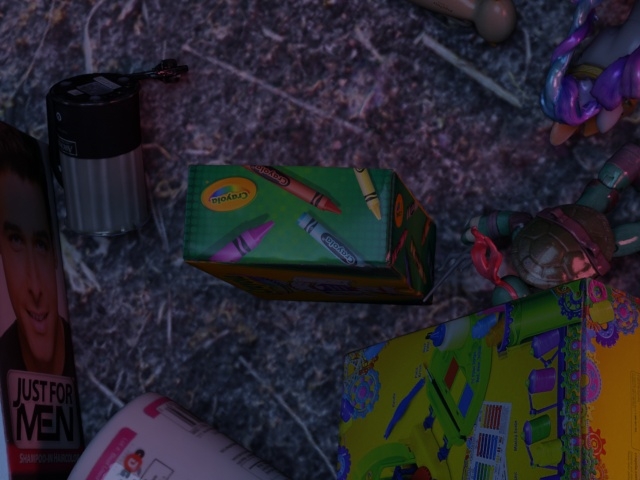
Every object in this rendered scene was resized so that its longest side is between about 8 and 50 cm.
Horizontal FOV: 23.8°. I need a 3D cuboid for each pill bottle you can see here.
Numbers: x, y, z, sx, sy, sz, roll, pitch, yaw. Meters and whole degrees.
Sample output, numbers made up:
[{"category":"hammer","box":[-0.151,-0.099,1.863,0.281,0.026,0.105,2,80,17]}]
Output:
[{"category":"pill bottle","box":[-0.078,0.271,1.333,0.283,0.160,0.160,31,89,14]}]

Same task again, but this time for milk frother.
[{"category":"milk frother","box":[-0.184,-0.095,1.444,0.143,0.129,0.135,-11,118,-18]}]

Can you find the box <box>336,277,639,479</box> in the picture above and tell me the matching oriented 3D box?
[{"category":"box","box":[0.160,0.216,1.185,0.279,0.177,0.290,-21,56,47]}]

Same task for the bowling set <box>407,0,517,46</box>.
[{"category":"bowling set","box":[0.161,-0.343,1.360,0.154,0.287,0.200,32,61,22]}]

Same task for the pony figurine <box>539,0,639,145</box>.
[{"category":"pony figurine","box":[0.334,-0.226,1.242,0.302,0.351,0.363,32,89,-15]}]

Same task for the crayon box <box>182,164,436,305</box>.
[{"category":"crayon box","box":[0.000,0.000,1.294,0.165,0.278,0.081,2,82,12]}]

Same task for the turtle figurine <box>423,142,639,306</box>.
[{"category":"turtle figurine","box":[0.216,0.018,1.315,0.234,0.118,0.175,-35,77,-14]}]

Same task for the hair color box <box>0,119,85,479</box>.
[{"category":"hair color box","box":[-0.312,0.082,1.393,0.113,0.185,0.375,-11,80,10]}]
